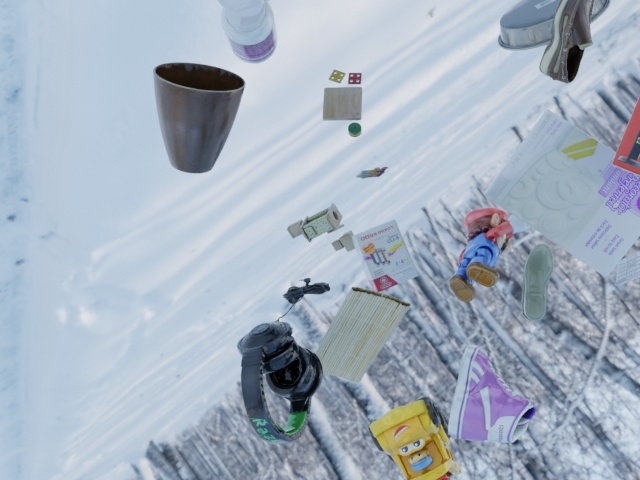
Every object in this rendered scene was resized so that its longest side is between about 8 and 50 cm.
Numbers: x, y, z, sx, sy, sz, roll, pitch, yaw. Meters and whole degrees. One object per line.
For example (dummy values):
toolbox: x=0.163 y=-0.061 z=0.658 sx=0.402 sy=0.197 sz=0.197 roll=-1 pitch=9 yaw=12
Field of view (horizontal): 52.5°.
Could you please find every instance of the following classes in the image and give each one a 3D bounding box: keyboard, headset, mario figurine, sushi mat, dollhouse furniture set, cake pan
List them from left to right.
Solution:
headset: x=-0.067 y=0.266 z=1.497 sx=0.185 sy=0.243 sz=0.394 roll=-16 pitch=-135 yaw=20
dollhouse furniture set: x=0.000 y=0.000 z=2.095 sx=0.182 sy=0.161 sz=0.101 roll=-26 pitch=-161 yaw=24
sushi mat: x=0.088 y=0.236 z=1.581 sx=0.019 sy=0.152 sz=0.316 roll=-86 pitch=-164 yaw=-49
mario figurine: x=0.459 y=0.035 z=1.729 sx=0.198 sy=0.170 sz=0.320 roll=-3 pitch=-146 yaw=31
cake pan: x=0.602 y=-0.600 z=1.706 sx=0.293 sy=0.054 sz=0.293 roll=-24 pitch=-151 yaw=14
keyboard: x=0.820 y=0.049 z=1.628 sx=0.256 sy=0.014 sz=0.072 roll=118 pitch=-17 yaw=-69

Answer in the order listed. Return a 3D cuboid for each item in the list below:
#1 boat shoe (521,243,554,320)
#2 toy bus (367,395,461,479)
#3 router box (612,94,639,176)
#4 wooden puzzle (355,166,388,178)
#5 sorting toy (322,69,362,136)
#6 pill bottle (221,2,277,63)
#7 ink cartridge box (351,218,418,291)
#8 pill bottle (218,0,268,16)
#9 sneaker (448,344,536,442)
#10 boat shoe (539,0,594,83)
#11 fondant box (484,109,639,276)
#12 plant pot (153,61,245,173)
boat shoe: x=0.633 y=0.123 z=1.914 sx=0.068 sy=0.081 sz=0.227 roll=53 pitch=47 yaw=-81
toy bus: x=0.213 y=0.457 z=1.354 sx=0.150 sy=0.211 sz=0.220 roll=-27 pitch=146 yaw=8
router box: x=0.683 y=-0.279 z=1.170 sx=0.336 sy=0.082 sz=0.301 roll=-16 pitch=128 yaw=-42
wooden puzzle: x=0.100 y=-0.132 z=1.282 sx=0.049 sy=0.006 sz=0.083 roll=-6 pitch=174 yaw=-12
sorting toy: x=0.078 y=-0.469 z=2.234 sx=0.132 sy=0.274 sz=0.046 roll=0 pitch=155 yaw=6
pill bottle: x=-0.228 y=-0.692 z=2.082 sx=0.169 sy=0.169 sz=0.301 roll=-38 pitch=179 yaw=-1
ink cartridge box: x=0.180 y=0.043 z=1.852 sx=0.128 sy=0.176 sz=0.127 roll=-23 pitch=178 yaw=-2
pill bottle: x=-0.172 y=-0.760 z=1.710 sx=0.181 sy=0.182 sz=0.322 roll=125 pitch=-19 yaw=-70
sneaker: x=0.360 y=0.320 z=1.337 sx=0.161 sy=0.102 sz=0.282 roll=5 pitch=-153 yaw=17
boat shoe: x=0.589 y=-0.475 z=1.484 sx=0.095 sy=0.095 sz=0.257 roll=-29 pitch=147 yaw=-19
fondant box: x=0.584 y=-0.111 z=1.488 sx=0.238 sy=0.330 sz=0.096 roll=-56 pitch=171 yaw=13
plant pot: x=-0.305 y=-0.289 z=1.579 sx=0.215 sy=0.215 sz=0.230 roll=-30 pitch=140 yaw=-51
